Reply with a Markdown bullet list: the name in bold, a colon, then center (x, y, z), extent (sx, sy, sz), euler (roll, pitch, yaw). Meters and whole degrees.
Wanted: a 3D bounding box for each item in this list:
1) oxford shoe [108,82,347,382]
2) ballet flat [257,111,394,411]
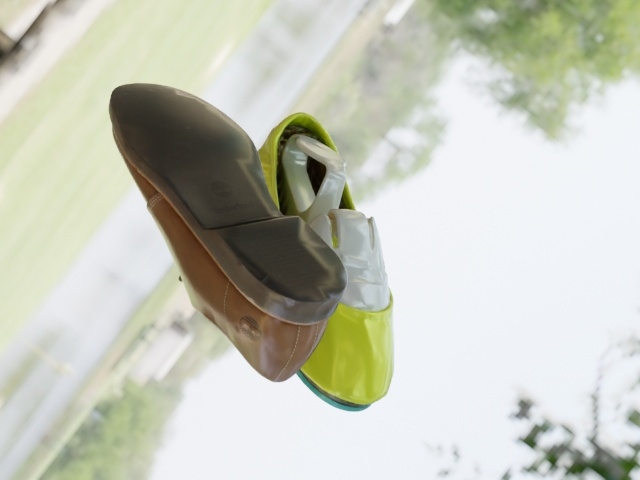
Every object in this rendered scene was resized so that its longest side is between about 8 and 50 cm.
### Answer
- **oxford shoe**: center (-0.063, -0.009, 0.891), extent (0.076, 0.212, 0.076), euler (-5, 132, -30)
- **ballet flat**: center (0.000, 0.000, 0.997), extent (0.077, 0.077, 0.231), euler (-64, -154, 28)
